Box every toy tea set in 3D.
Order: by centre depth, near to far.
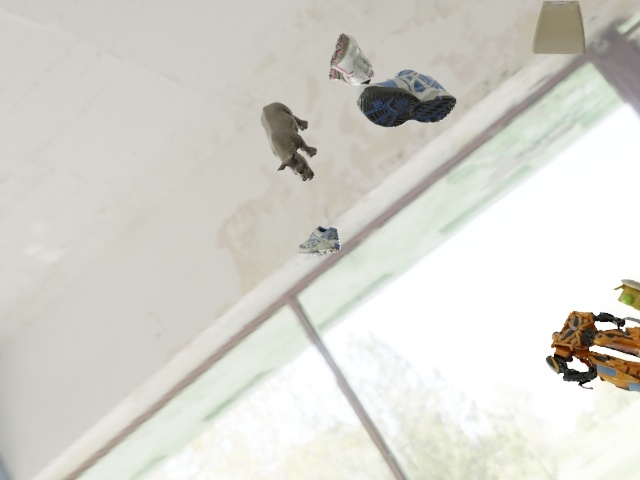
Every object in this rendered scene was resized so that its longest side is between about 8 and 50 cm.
[{"bbox_3d":[0.666,0.172,1.850,0.336,0.200,0.124,16,-82,-56],"label":"toy tea set"}]

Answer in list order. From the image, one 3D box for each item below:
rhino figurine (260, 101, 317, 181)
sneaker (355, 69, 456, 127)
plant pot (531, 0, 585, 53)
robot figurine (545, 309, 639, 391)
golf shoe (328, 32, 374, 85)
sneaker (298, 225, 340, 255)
[{"bbox_3d":[-0.066,-0.200,2.047,0.073,0.243,0.106,-41,-48,22],"label":"rhino figurine"},{"bbox_3d":[0.135,-0.246,1.679,0.211,0.081,0.080,-3,-39,-42],"label":"sneaker"},{"bbox_3d":[0.495,-0.443,2.027,0.109,0.096,0.109,4,22,13],"label":"plant pot"},{"bbox_3d":[0.638,0.236,2.143,0.211,0.291,0.085,-51,-42,-30],"label":"robot figurine"},{"bbox_3d":[0.062,-0.330,1.804,0.186,0.086,0.067,67,-139,-87],"label":"golf shoe"},{"bbox_3d":[0.000,0.000,2.090,0.052,0.058,0.135,10,-13,-34],"label":"sneaker"}]
